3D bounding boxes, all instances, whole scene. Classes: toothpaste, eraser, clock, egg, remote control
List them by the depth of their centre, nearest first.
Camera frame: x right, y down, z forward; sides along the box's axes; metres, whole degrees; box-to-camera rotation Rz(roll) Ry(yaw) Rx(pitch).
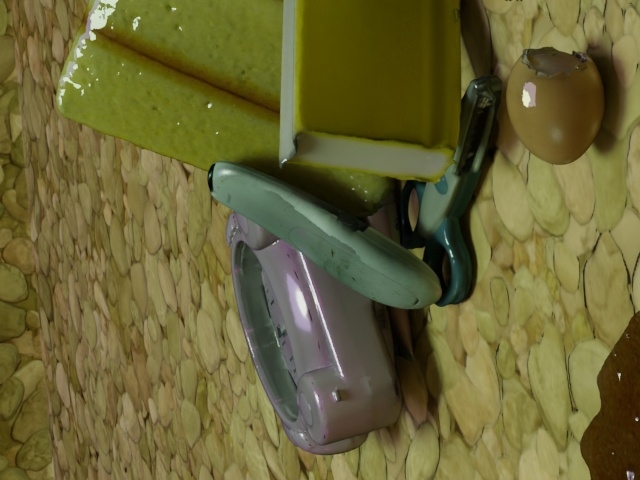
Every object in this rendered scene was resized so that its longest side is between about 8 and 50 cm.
[{"bbox_3d":[0.190,-0.108,1.574,0.080,0.080,0.096,-130,34,-54],"label":"egg"},{"bbox_3d":[0.046,-0.168,1.750,0.069,0.158,0.226,117,156,-63],"label":"eraser"},{"bbox_3d":[0.000,-0.002,1.882,0.256,0.045,0.097,29,153,9],"label":"remote control"},{"bbox_3d":[0.068,0.028,2.020,0.067,0.043,0.194,-163,61,-66],"label":"toothpaste"},{"bbox_3d":[-0.016,0.087,2.102,0.322,0.113,0.296,125,128,-73],"label":"clock"}]

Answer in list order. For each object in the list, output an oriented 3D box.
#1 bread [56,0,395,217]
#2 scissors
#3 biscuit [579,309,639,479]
[{"bbox_3d":[-0.052,-0.189,1.951,0.245,0.361,0.233,-68,3,-61],"label":"bread"},{"bbox_3d":[0.124,-0.056,1.826,0.289,0.041,0.138,104,148,-53],"label":"scissors"},{"bbox_3d":[0.273,0.197,1.528,0.278,0.043,0.301,-143,49,-65],"label":"biscuit"}]
